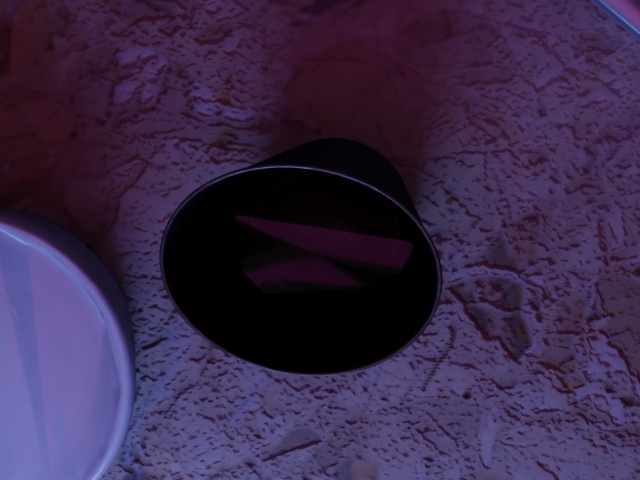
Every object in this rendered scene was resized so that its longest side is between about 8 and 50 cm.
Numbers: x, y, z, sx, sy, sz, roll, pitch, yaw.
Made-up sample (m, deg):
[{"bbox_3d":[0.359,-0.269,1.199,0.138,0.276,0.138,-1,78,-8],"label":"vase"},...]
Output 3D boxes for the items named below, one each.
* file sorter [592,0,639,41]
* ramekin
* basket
[{"bbox_3d":[0.252,-0.245,1.467,0.277,0.193,0.173,40,100,-2],"label":"file sorter"},{"bbox_3d":[-0.274,0.096,1.631,0.273,0.127,0.273,1,101,7],"label":"ramekin"},{"bbox_3d":[0.000,0.000,1.526,0.204,0.227,0.154,8,102,6],"label":"basket"}]
